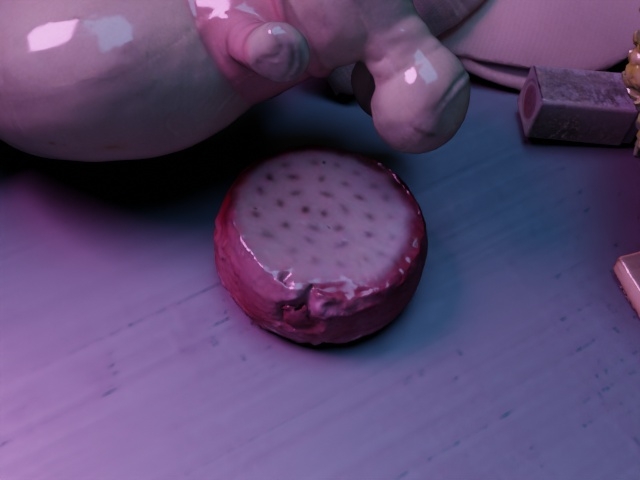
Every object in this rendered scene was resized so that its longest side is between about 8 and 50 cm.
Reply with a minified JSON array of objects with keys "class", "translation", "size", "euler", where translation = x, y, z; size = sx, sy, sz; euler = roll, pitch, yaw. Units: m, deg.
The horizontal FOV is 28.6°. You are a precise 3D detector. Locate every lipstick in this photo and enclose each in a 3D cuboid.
[{"class":"lipstick","translation":[0.176,-0.071,0.693],"size":[0.129,0.030,0.030],"euler":[4,50,-12]}]

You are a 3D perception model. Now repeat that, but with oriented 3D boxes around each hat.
[{"class":"hat","translation":[0.090,-0.194,0.715],"size":[0.226,0.164,0.219],"euler":[-8,51,13]}]

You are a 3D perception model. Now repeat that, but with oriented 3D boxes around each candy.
[{"class":"candy","translation":[0.000,0.000,0.600],"size":[0.103,0.043,0.103],"euler":[5,50,-5]}]

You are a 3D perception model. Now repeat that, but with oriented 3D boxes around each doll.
[{"class":"doll","translation":[-0.068,-0.100,0.601],"size":[0.275,0.113,0.155],"euler":[-2,25,5]}]

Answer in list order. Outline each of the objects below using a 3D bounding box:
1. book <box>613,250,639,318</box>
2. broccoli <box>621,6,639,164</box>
[{"class":"book","translation":[0.288,0.046,0.621],"size":[0.242,0.018,0.170],"euler":[-14,54,-19]},{"class":"broccoli","translation":[0.260,-0.090,0.609],"size":[0.176,0.226,0.198],"euler":[13,43,-60]}]
